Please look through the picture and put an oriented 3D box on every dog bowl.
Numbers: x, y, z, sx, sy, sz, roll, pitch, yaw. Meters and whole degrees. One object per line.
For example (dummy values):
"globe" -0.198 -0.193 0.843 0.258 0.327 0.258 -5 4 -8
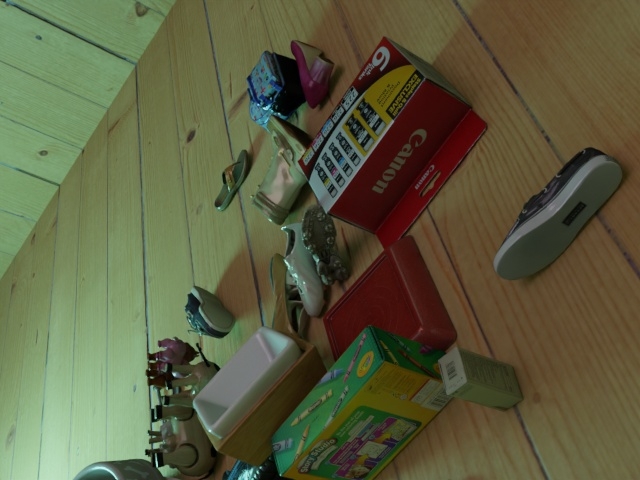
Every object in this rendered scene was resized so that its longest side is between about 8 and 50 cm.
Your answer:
"dog bowl" -0.476 0.650 1.736 0.349 0.102 0.348 -21 56 36

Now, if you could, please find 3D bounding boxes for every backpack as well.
"backpack" -0.124 -0.364 1.975 0.173 0.117 0.158 -47 43 36

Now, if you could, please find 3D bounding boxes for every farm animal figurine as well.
"farm animal figurine" -0.271 0.361 1.697 0.330 0.172 0.326 -177 89 -70

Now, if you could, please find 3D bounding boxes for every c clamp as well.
"c clamp" -0.399 0.399 1.998 0.137 0.022 0.160 -51 36 25

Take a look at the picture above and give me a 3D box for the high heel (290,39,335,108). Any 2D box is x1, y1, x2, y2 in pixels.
"high heel" -0.035 -0.412 1.929 0.244 0.082 0.117 50 123 51

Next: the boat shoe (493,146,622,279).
"boat shoe" 0.329 -0.042 1.136 0.228 0.080 0.076 -53 28 20

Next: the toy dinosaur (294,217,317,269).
"toy dinosaur" -0.035 -0.015 1.685 0.092 0.053 0.183 -55 34 21

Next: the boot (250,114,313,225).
"boot" -0.099 -0.168 1.845 0.203 0.095 0.262 -59 37 16

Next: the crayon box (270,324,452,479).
"crayon box" 0.068 0.273 1.242 0.278 0.165 0.081 -52 35 23

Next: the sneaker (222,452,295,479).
"sneaker" -0.090 0.402 1.438 0.341 0.125 0.139 -48 33 25

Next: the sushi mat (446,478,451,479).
"sushi mat" 0.102 0.488 1.194 0.316 0.019 0.151 -42 41 36

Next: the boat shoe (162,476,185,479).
"boat shoe" -0.366 0.573 1.791 0.206 0.075 0.064 -16 54 46

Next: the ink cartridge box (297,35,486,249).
"ink cartridge box" 0.124 -0.181 1.480 0.309 0.130 0.271 -54 35 19

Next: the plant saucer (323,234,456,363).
"plant saucer" 0.100 0.151 1.386 0.259 0.048 0.258 -50 35 27

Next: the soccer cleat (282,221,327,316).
"soccer cleat" -0.038 0.059 1.587 0.068 0.076 0.196 -27 67 53

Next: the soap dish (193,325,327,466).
"soap dish" -0.107 0.272 1.408 0.229 0.118 0.291 -47 10 -11

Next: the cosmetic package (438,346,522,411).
"cosmetic package" 0.224 0.195 1.104 0.041 0.115 0.060 -45 37 34

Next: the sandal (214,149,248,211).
"sandal" -0.242 -0.161 2.091 0.180 0.049 0.072 -59 33 14

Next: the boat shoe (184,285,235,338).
"boat shoe" -0.275 0.184 1.880 0.079 0.095 0.254 -62 31 6

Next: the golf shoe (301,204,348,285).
"golf shoe" 0.000 0.000 1.536 0.069 0.176 0.086 -16 29 -1

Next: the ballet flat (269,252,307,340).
"ballet flat" -0.061 0.125 1.638 0.073 0.080 0.232 -15 57 19
